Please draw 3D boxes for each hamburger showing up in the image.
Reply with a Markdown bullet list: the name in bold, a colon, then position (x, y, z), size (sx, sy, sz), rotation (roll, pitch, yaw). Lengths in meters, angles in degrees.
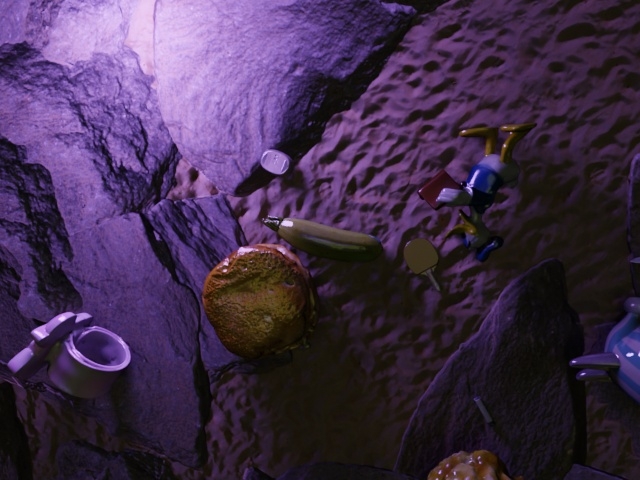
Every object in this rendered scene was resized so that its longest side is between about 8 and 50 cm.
- **hamburger**: position (-0.150, 0.166, 1.180), size (0.289, 0.170, 0.314), rotation (-27, 90, 11)

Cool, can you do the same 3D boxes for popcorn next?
- **popcorn**: position (0.388, 0.680, 1.086), size (0.279, 0.274, 0.336), rotation (10, 138, 42)

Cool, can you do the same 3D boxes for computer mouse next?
- **computer mouse**: position (-0.117, -0.212, 1.222), size (0.096, 0.039, 0.066), rotation (25, 95, 13)

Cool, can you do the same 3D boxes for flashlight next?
- **flashlight**: position (0.444, 0.463, 1.196), size (0.018, 0.018, 0.083), rotation (-30, 89, 6)

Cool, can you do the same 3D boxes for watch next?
- **watch**: position (-0.653, 0.317, 1.214), size (0.217, 0.248, 0.211), rotation (37, 96, 1)

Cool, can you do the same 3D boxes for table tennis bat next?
- **table tennis bat**: position (0.285, 0.067, 1.200), size (0.087, 0.013, 0.157), rotation (-30, 87, 6)

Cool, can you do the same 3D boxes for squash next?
- **squash**: position (0.000, 0.000, 1.195), size (0.340, 0.094, 0.095), rotation (14, 95, 4)

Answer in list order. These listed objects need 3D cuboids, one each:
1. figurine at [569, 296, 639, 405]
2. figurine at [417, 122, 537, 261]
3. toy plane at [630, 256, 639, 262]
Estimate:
- **figurine**: position (0.785, 0.250, 1.018), size (0.377, 0.266, 0.362), rotation (-9, 93, 8)
- **figurine**: position (0.385, -0.100, 1.094), size (0.283, 0.204, 0.339), rotation (-15, 105, -17)
- **toy plane**: position (0.902, 0.025, 1.086), size (0.234, 0.082, 0.160), rotation (-23, 116, 9)
